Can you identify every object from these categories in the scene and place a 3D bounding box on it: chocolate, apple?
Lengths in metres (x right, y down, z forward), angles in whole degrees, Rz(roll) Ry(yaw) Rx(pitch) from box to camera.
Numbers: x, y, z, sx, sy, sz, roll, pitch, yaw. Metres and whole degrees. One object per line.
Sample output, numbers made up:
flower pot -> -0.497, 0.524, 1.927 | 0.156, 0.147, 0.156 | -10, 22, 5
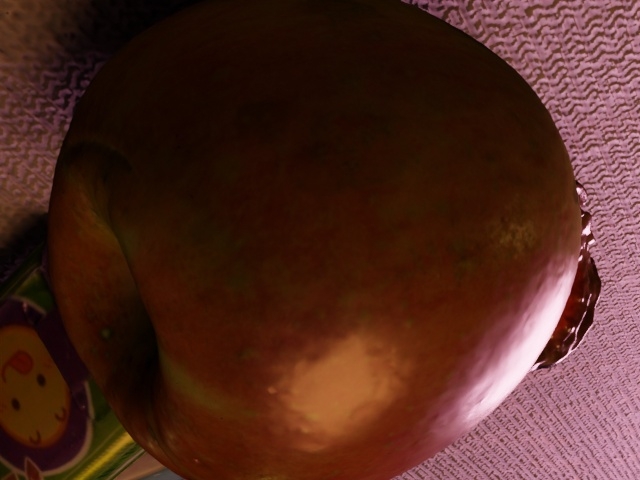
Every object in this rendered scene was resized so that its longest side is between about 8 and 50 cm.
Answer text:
chocolate -> 0.123, 0.008, 0.960 | 0.127, 0.124, 0.133 | 17, 122, 2
apple -> 0.000, 0.000, 0.726 | 0.226, 0.246, 0.246 | -17, 157, -25

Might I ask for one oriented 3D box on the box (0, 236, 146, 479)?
box -> -0.209, 0.133, 0.983 | 0.097, 0.134, 0.345 | -19, 162, -50

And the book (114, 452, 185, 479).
book -> -0.164, 0.284, 1.349 | 0.264, 0.031, 0.379 | -17, 149, -21
